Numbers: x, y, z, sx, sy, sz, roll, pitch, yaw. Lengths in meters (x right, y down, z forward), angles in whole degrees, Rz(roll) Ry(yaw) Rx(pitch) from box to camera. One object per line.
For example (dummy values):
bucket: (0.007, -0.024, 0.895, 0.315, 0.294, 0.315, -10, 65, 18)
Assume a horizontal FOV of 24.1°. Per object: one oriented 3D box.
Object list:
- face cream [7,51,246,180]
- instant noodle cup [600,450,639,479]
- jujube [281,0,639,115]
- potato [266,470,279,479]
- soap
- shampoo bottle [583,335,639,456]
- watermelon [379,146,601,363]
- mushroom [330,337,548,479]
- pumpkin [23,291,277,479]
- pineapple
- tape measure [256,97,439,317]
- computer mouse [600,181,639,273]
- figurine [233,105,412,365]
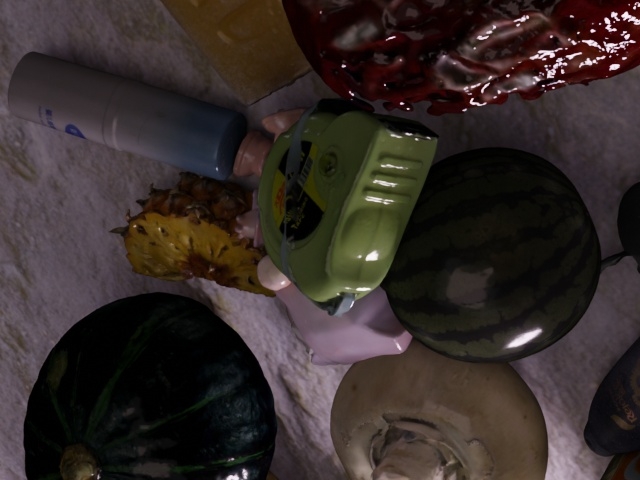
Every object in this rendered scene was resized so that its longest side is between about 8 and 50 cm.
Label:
face cream: (-0.206, -0.133, 1.592, 0.250, 0.077, 0.077, 17, 130, 16)
instant noodle cup: (0.380, 0.349, 1.562, 0.296, 0.214, 0.296, 14, 129, 18)
jujube: (0.142, -0.240, 1.227, 0.376, 0.258, 0.258, -13, 118, 19)
potato: (-0.136, 0.329, 1.892, 0.243, 0.098, 0.138, -14, 110, 38)
soap: (-0.086, -0.278, 1.416, 0.173, 0.089, 0.274, -27, 108, 39)
shampoo bottle: (0.334, 0.151, 1.522, 0.087, 0.049, 0.234, 62, 150, 23)
watermelon: (0.158, 0.015, 1.430, 0.212, 0.212, 0.212, 14, 129, 18)
mushroom: (0.122, 0.219, 1.610, 0.246, 0.202, 0.246, 11, 117, 21)
pumpkin: (-0.206, 0.221, 1.710, 0.315, 0.238, 0.315, 4, 99, 28)
pineapple: (-0.124, -0.014, 1.640, 0.233, 0.079, 0.135, 7, 125, 23)
tape measure: (0.018, -0.038, 1.388, 0.175, 0.106, 0.200, 41, 120, 51)
computer mouse: (0.383, -0.002, 1.387, 0.379, 0.090, 0.167, -24, 110, 39)
figurine: (0.001, 0.001, 1.536, 0.133, 0.200, 0.276, -26, 84, 22)
